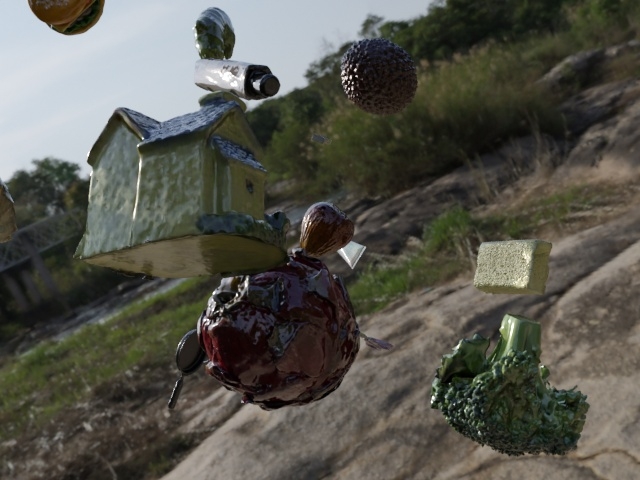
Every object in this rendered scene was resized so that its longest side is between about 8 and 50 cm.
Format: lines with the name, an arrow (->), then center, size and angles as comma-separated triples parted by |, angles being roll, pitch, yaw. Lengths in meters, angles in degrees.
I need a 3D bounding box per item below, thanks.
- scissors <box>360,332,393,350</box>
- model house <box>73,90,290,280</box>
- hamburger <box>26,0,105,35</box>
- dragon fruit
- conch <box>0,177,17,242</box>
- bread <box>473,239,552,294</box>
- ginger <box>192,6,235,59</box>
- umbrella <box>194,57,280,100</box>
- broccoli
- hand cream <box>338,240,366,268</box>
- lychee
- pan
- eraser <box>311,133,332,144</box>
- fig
scissors -> 0.139, 0.306, 2.088 | 0.110, 0.212, 0.021 | -9, 58, 50
model house -> -0.205, -0.085, 1.083 | 0.321, 0.266, 0.261 | -11, -14, 27
hamburger -> -0.553, -0.529, 1.436 | 0.162, 0.162, 0.115 | -25, -7, 6
dragon fruit -> -0.077, 0.174, 1.279 | 0.329, 0.329, 0.329 | -26, 9, 4
conch -> -0.668, -0.086, 1.211 | 0.210, 0.291, 0.158 | -2, -52, -39
bread -> 0.457, 0.065, 1.575 | 0.068, 0.125, 0.188 | 19, -13, -28
ginger -> -0.273, -0.537, 1.733 | 0.089, 0.137, 0.290 | -8, 23, 4
umbrella -> -0.170, -0.319, 1.304 | 0.067, 0.073, 0.337 | -12, 21, -28
broccoli -> 0.403, 0.327, 1.407 | 0.339, 0.317, 0.277 | -14, 6, -16
hand cream -> 0.086, 0.031, 2.001 | 0.076, 0.047, 0.174 | -59, 23, 2
lychee -> 0.138, -0.398, 1.573 | 0.188, 0.188, 0.188 | -26, 9, 4
pan -> -0.378, 0.355, 1.844 | 0.028, 0.136, 0.235 | 11, 67, 25
eraser -> 0.005, -0.278, 1.815 | 0.038, 0.019, 0.083 | 22, 11, 11
fig -> 0.013, -0.005, 1.391 | 0.119, 0.152, 0.119 | 10, -2, 0
